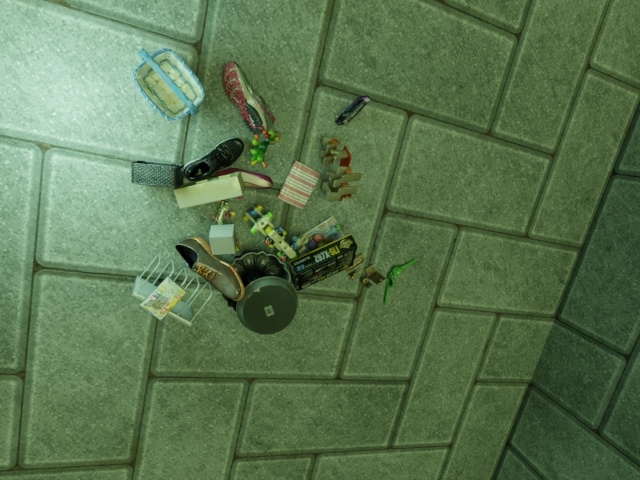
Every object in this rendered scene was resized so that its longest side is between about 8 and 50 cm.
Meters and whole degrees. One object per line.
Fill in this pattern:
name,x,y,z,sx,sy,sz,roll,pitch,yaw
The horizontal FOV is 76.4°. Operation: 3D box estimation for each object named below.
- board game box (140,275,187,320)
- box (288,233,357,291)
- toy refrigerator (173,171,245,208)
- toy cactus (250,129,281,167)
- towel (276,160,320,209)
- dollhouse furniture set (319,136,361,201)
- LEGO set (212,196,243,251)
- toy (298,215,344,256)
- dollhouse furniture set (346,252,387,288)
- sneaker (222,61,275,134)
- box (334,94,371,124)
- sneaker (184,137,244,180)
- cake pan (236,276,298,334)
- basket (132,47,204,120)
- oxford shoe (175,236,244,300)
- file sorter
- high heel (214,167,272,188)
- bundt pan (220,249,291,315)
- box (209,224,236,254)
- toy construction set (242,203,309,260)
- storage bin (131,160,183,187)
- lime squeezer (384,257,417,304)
board game box,-0.637,0.236,1.658,0.154,0.026,0.103,-47,114,-7
box,0.013,0.111,1.947,0.322,0.257,0.079,-24,70,-10
toy refrigerator,-0.463,-0.216,1.708,0.269,0.102,0.094,-11,111,2
toy cactus,-0.224,-0.412,1.746,0.112,0.219,0.180,37,52,1
towel,-0.103,-0.257,1.905,0.144,0.029,0.197,24,100,-24
dollhouse furniture set,0.097,-0.305,1.852,0.135,0.262,0.259,-8,143,-19
LEGO set,-0.409,-0.071,1.808,0.132,0.107,0.287,-4,108,-18
toy,0.000,0.000,2.003,0.237,0.056,0.137,-34,113,-7
dollhouse furniture set,0.229,0.163,2.096,0.144,0.123,0.151,-33,114,-7
sneaker,-0.301,-0.594,1.693,0.112,0.121,0.299,-44,118,-35
box,0.145,-0.587,1.838,0.162,0.116,0.029,-47,113,-1
sneaker,-0.438,-0.330,1.708,0.283,0.124,0.107,-35,115,-7
cake pan,-0.239,0.311,1.882,0.293,0.054,0.293,-6,109,-17
basket,-0.553,-0.568,1.502,0.201,0.289,0.255,-43,112,-8
oxford shoe,-0.478,0.133,1.735,0.364,0.133,0.130,40,110,13
file sorter,-0.637,0.204,1.769,0.278,0.193,0.173,37,89,-25
high heel,-0.332,-0.262,1.770,0.244,0.117,0.082,8,104,-22
bundt pan,-0.312,0.191,1.915,0.331,0.124,0.331,-6,107,-18
box,-0.417,-0.004,1.743,0.102,0.087,0.101,-3,129,-6
toy construction set,-0.194,-0.020,1.841,0.328,0.215,0.151,32,92,-25
storage bin,-0.653,-0.268,1.636,0.180,0.122,0.084,4,105,-6
lime squeezer,0.408,0.207,2.222,0.310,0.059,0.110,-57,145,2
